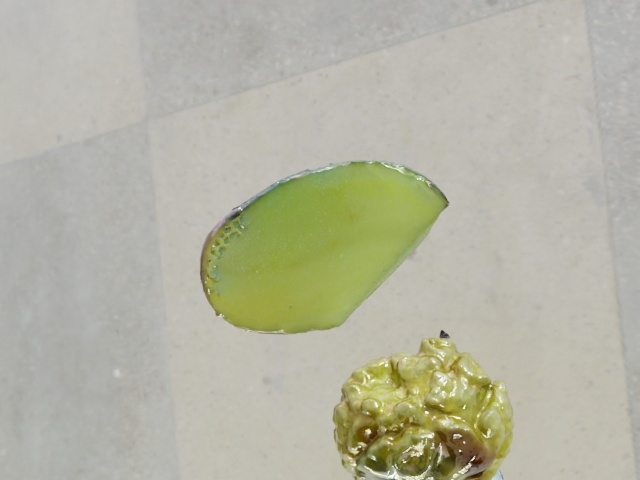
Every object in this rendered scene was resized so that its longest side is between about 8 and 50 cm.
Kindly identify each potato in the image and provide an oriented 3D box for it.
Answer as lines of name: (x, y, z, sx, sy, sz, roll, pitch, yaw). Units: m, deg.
potato: (0.000, 0.000, 0.688, 0.119, 0.198, 0.054, 59, 170, -12)

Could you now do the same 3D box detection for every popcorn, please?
popcorn: (0.123, 0.222, 1.066, 0.218, 0.189, 0.169, -13, 39, 20)

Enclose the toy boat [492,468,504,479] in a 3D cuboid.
toy boat: (0.246, 0.408, 1.418, 0.208, 0.079, 0.134, -105, 12, -53)
